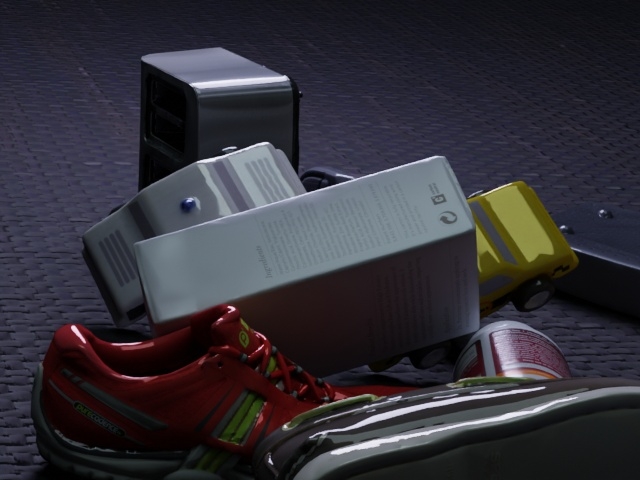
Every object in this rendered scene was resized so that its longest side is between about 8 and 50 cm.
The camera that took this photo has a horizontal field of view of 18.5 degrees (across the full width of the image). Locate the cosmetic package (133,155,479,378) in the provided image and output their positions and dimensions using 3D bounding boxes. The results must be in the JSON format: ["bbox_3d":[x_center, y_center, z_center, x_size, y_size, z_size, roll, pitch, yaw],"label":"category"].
[{"bbox_3d":[-0.007,0.033,1.380,0.231,0.117,0.085,-15,48,-7],"label":"cosmetic package"}]

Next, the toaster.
[{"bbox_3d":[-0.092,-0.076,1.779,0.110,0.168,0.185,-6,19,-27],"label":"toaster"}]

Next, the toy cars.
[{"bbox_3d":[0.000,0.000,1.528,0.393,0.176,0.087,9,-25,12],"label":"toy cars"}]

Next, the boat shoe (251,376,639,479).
[{"bbox_3d":[0.118,0.137,1.232,0.324,0.117,0.097,-7,23,-20],"label":"boat shoe"}]

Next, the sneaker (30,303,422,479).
[{"bbox_3d":[-0.047,0.101,1.279,0.279,0.118,0.107,3,18,-10],"label":"sneaker"}]

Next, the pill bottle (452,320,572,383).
[{"bbox_3d":[0.136,0.110,1.366,0.086,0.086,0.152,5,17,0],"label":"pill bottle"}]

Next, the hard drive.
[{"bbox_3d":[0.317,0.028,1.753,0.254,0.054,0.172,17,20,30],"label":"hard drive"}]

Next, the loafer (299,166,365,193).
[{"bbox_3d":[0.073,-0.004,1.704,0.095,0.109,0.302,3,14,-25],"label":"loafer"}]
